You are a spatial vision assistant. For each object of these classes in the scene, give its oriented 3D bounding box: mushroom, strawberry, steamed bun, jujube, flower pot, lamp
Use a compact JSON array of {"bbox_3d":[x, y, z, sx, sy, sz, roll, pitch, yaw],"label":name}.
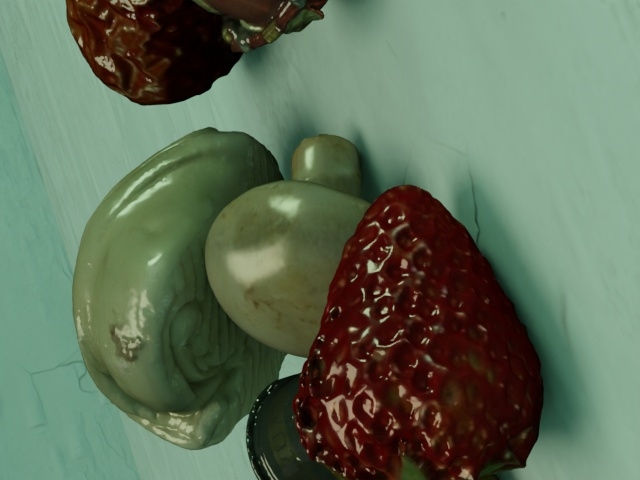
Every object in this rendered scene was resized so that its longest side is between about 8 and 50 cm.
[{"bbox_3d":[-0.007,0.016,1.213,0.209,0.206,0.206,-95,0,-61],"label":"mushroom"},{"bbox_3d":[0.075,0.077,1.030,0.205,0.205,0.244,144,122,-70],"label":"strawberry"},{"bbox_3d":[-0.161,0.048,1.383,0.219,0.324,0.310,8,142,24],"label":"steamed bun"},{"bbox_3d":[-0.168,-0.277,1.351,0.342,0.216,0.216,129,122,-69],"label":"jujube"},{"bbox_3d":[0.024,0.170,1.153,0.107,0.157,0.157,-49,58,49],"label":"flower pot"},{"bbox_3d":[-0.046,-0.288,1.143,0.223,0.151,0.215,-51,51,14],"label":"lamp"}]

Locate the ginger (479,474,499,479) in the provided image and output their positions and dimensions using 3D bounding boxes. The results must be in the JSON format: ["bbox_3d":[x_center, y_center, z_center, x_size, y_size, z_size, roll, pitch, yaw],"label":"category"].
[{"bbox_3d":[0.131,0.237,1.150,0.205,0.081,0.115,-136,52,-66],"label":"ginger"}]
